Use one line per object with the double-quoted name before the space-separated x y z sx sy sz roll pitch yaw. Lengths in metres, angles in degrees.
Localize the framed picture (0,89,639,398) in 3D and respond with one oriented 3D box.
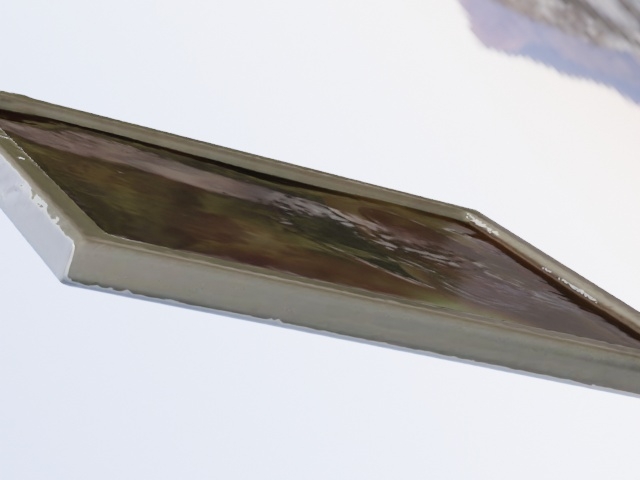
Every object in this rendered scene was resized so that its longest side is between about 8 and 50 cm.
"framed picture" 0.000 0.000 0.649 0.289 0.020 0.211 12 -167 -30
